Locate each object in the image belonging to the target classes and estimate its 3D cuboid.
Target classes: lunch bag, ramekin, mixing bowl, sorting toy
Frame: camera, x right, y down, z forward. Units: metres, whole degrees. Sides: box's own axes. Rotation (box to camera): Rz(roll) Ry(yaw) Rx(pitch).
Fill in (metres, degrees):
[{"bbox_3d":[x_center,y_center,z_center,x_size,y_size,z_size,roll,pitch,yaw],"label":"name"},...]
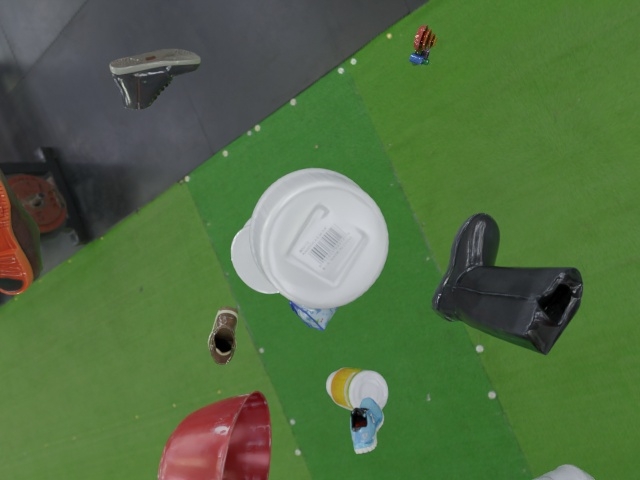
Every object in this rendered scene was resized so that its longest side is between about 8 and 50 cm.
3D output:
[{"bbox_3d":[-0.023,0.194,1.457,0.096,0.129,0.151,4,142,48],"label":"lunch bag"},{"bbox_3d":[0.000,0.000,0.897,0.276,0.135,0.278,-2,102,-11],"label":"ramekin"},{"bbox_3d":[-0.131,0.275,0.551,0.098,0.181,0.182,1,100,10],"label":"mixing bowl"},{"bbox_3d":[0.204,-0.369,0.880,0.042,0.102,0.061,24,86,13],"label":"sorting toy"}]

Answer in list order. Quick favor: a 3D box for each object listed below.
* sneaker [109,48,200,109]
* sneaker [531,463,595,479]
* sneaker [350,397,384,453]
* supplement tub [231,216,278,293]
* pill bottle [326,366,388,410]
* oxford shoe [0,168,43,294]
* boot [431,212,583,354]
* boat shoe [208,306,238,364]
[{"bbox_3d":[-0.417,-0.420,1.177,0.118,0.221,0.083,92,155,-45],"label":"sneaker"},{"bbox_3d":[0.151,0.372,0.538,0.210,0.137,0.366,42,94,-2],"label":"sneaker"},{"bbox_3d":[0.103,0.402,1.027,0.063,0.162,0.073,-19,100,15],"label":"sneaker"},{"bbox_3d":[-0.089,0.001,1.308,0.228,0.316,0.229,10,113,23],"label":"supplement tub"},{"bbox_3d":[0.111,0.500,1.528,0.245,0.136,0.137,-26,85,65],"label":"pill bottle"},{"bbox_3d":[-0.598,-0.039,0.851,0.096,0.098,0.272,-2,111,0],"label":"oxford shoe"},{"bbox_3d":[0.505,0.083,1.230,0.146,0.445,0.368,23,84,-10],"label":"boot"},{"bbox_3d":[-0.319,0.332,1.460,0.095,0.095,0.258,5,129,-8],"label":"boat shoe"}]
